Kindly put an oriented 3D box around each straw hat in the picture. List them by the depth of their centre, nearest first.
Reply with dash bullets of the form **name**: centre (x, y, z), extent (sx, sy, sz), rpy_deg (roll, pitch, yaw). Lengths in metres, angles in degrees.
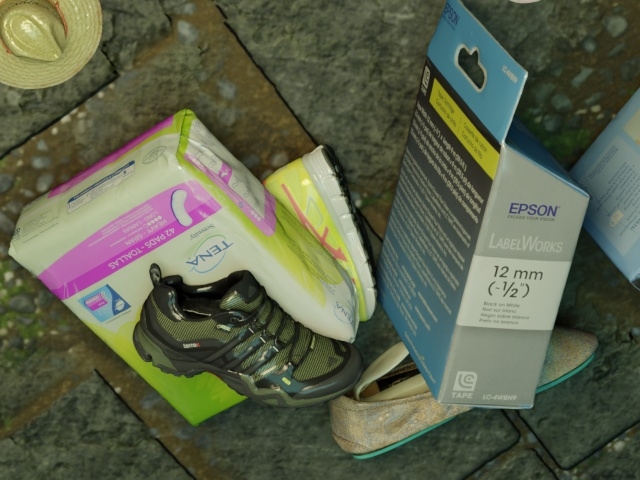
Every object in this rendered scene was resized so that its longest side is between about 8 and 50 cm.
- **straw hat**: centre (-0.273, -0.198, 1.566), extent (0.144, 0.061, 0.144), rpy_deg (-6, 117, -13)

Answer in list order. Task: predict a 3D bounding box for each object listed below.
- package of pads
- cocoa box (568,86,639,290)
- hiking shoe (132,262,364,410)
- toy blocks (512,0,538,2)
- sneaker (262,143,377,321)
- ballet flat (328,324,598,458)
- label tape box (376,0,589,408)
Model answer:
- **package of pads**: centre (-0.126, 0.030, 1.664), extent (0.229, 0.101, 0.296), rpy_deg (-28, 122, 24)
- **cocoa box**: centre (0.460, -0.081, 1.730), extent (0.228, 0.231, 0.347), rpy_deg (32, 104, -26)
- **hiking shoe**: centre (-0.064, 0.089, 1.585), extent (0.226, 0.086, 0.114), rpy_deg (12, 132, -5)
- **toy blocks**: centre (0.150, -0.384, 1.476), extent (0.288, 0.260, 0.309), rpy_deg (17, 110, -22)
- **sneaker**: centre (0.000, 0.000, 1.740), extent (0.094, 0.081, 0.208), rpy_deg (-18, 116, 6)
- **ballet flat**: centre (0.153, 0.140, 1.834), extent (0.316, 0.107, 0.106), rpy_deg (-24, 110, -4)
- **label tape box**: centre (0.165, -0.043, 1.657), extent (0.115, 0.249, 0.348), rpy_deg (6, 114, -18)
